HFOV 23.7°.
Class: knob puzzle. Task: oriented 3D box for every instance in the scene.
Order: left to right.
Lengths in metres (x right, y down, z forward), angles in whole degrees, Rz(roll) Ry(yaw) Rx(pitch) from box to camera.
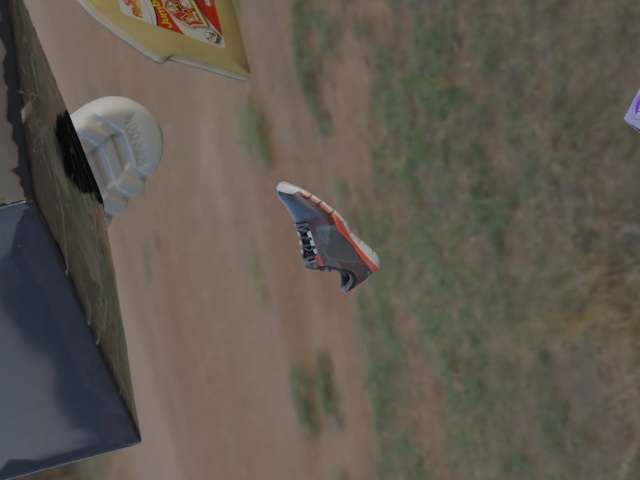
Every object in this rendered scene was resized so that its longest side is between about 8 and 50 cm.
[{"bbox_3d":[-0.160,-0.218,1.306,0.030,0.213,0.213,-45,51,35],"label":"knob puzzle"}]

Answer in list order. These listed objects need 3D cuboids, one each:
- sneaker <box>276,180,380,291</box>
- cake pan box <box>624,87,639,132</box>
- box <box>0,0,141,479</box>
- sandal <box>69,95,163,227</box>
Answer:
[{"bbox_3d":[0.000,0.000,1.688,0.158,0.065,0.061,44,172,-23],"label":"sneaker"},{"bbox_3d":[0.503,-0.188,1.690,0.246,0.266,0.070,-65,27,15],"label":"cake pan box"},{"bbox_3d":[-0.298,-0.011,1.340,0.343,0.178,0.313,76,179,-50],"label":"box"},{"bbox_3d":[-0.361,-0.019,1.778,0.169,0.416,0.102,57,175,-37],"label":"sandal"}]
